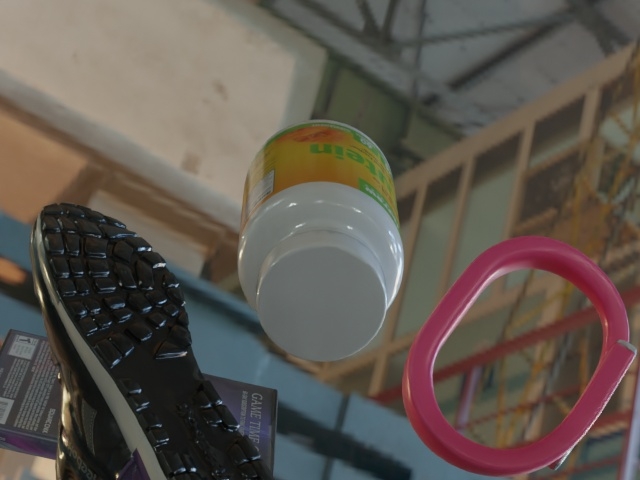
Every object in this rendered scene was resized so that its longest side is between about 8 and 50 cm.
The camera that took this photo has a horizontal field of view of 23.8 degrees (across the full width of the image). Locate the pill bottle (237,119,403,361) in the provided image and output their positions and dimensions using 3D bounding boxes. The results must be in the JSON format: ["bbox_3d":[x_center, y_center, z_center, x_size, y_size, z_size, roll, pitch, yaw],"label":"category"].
[{"bbox_3d":[0.000,0.000,1.268,0.136,0.246,0.136,0,-66,-1],"label":"pill bottle"}]

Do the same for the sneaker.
[{"bbox_3d":[-0.138,0.107,0.954,0.107,0.283,0.124,10,-48,-47],"label":"sneaker"}]

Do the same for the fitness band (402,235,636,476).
[{"bbox_3d":[0.215,0.125,1.639,0.209,0.291,0.054,35,-25,8],"label":"fitness band"}]

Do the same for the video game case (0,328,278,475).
[{"bbox_3d":[-0.177,0.161,1.417,0.274,0.196,0.026,14,-70,-5],"label":"video game case"}]
